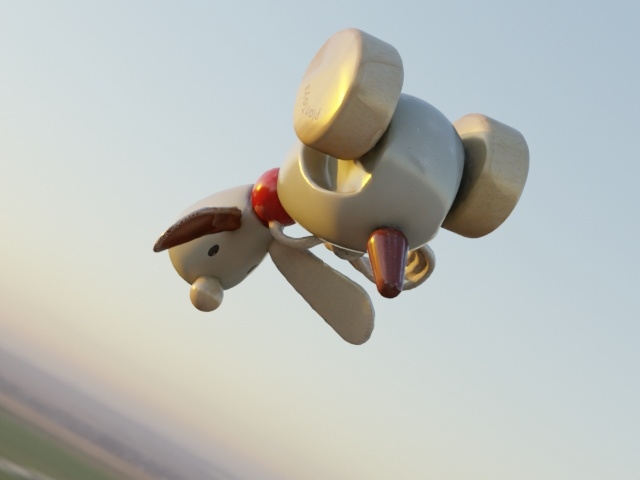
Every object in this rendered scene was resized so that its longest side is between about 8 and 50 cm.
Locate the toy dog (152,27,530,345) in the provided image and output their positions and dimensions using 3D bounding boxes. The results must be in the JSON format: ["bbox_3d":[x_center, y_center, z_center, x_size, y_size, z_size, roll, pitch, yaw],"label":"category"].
[{"bbox_3d":[0.000,0.000,1.103,0.220,0.161,0.334,16,-29,-7],"label":"toy dog"}]
